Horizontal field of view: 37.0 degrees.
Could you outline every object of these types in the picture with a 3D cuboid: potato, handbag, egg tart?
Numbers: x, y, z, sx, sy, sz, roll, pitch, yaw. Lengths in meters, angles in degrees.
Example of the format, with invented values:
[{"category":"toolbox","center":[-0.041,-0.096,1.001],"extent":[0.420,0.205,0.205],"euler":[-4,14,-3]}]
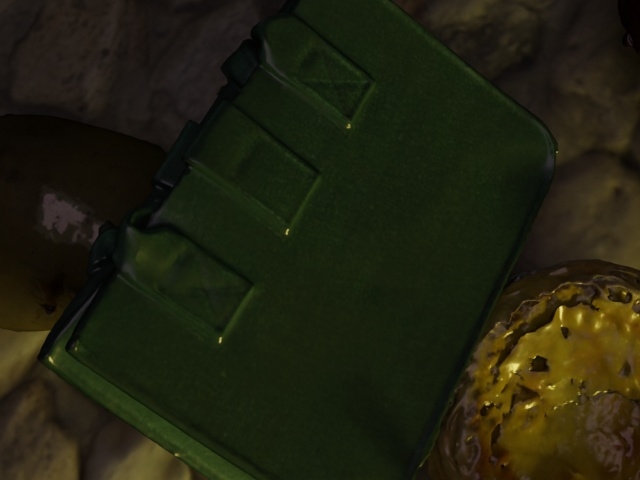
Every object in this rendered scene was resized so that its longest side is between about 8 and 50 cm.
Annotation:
[{"category":"potato","center":[-0.200,-0.009,0.693],"extent":[0.262,0.165,0.165],"euler":[8,82,8]},{"category":"handbag","center":[0.001,0.001,0.629],"extent":[0.238,0.089,0.326],"euler":[38,66,-16]},{"category":"egg tart","center":[0.185,0.130,0.673],"extent":[0.234,0.094,0.234],"euler":[0,79,2]}]

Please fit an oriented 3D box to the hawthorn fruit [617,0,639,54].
[{"category":"hawthorn fruit","center":[0.331,-0.180,0.678],"extent":[0.235,0.181,0.181],"euler":[14,82,-6]}]
